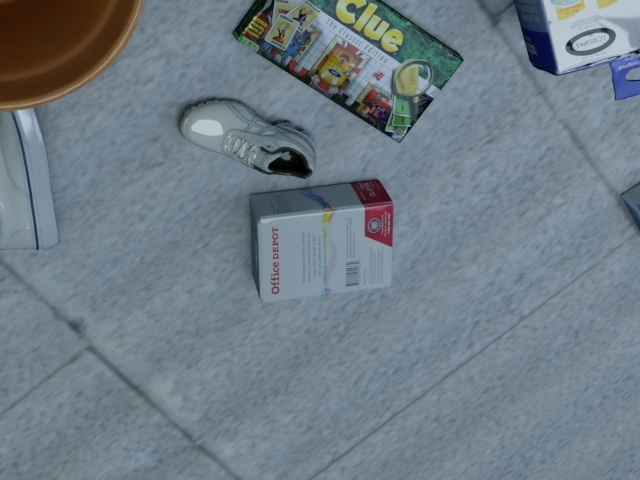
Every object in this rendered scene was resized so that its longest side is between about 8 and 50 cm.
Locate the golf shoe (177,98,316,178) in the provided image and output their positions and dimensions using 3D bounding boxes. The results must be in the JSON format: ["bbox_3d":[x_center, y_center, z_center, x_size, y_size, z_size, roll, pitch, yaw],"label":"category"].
[{"bbox_3d":[-0.083,-0.119,1.659,0.176,0.086,0.069,11,117,-19],"label":"golf shoe"}]

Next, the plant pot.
[{"bbox_3d":[-0.338,-0.303,1.408,0.291,0.203,0.291,-9,119,-16],"label":"plant pot"}]

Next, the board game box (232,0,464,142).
[{"bbox_3d":[0.037,-0.234,1.660,0.259,0.030,0.136,29,106,-27],"label":"board game box"}]

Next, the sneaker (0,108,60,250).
[{"bbox_3d":[-0.365,-0.093,1.592,0.091,0.094,0.258,-12,122,-14],"label":"sneaker"}]

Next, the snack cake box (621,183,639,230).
[{"bbox_3d":[0.544,0.008,1.897,0.152,0.089,0.264,-33,121,4],"label":"snack cake box"}]

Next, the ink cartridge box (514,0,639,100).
[{"bbox_3d":[0.341,-0.353,1.531,0.270,0.151,0.395,-16,102,0],"label":"ink cartridge box"}]

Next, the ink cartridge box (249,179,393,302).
[{"bbox_3d":[0.000,0.000,1.755,0.175,0.072,0.127,-7,120,-11],"label":"ink cartridge box"}]
